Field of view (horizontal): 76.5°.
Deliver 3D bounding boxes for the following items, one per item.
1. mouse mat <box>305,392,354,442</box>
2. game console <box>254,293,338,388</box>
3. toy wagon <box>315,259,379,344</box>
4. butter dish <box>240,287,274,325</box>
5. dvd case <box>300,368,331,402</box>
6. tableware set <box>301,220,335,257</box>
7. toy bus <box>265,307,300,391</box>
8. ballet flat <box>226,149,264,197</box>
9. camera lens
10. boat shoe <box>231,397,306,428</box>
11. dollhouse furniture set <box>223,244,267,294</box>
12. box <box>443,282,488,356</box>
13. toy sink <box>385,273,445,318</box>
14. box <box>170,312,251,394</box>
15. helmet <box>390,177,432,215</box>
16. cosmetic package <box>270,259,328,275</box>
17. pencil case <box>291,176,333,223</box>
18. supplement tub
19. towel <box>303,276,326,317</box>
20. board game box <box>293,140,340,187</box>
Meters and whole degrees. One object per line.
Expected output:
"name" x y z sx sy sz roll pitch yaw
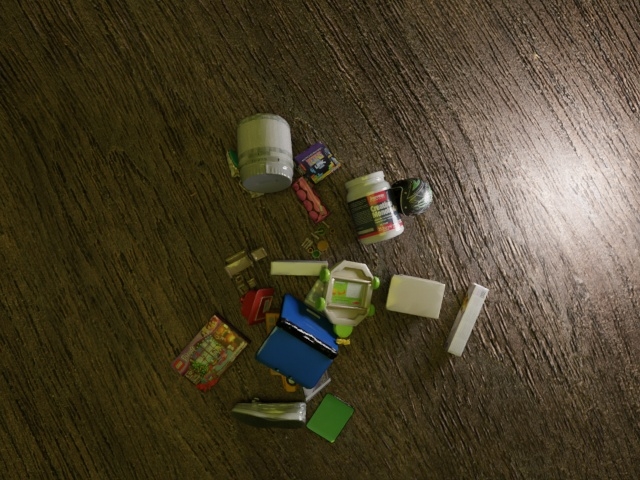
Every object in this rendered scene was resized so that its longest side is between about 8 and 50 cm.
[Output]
"mouse mat" 0.044 0.792 1.811 0.153 0.007 0.189 33 92 -2
"game console" -0.089 0.407 1.651 0.293 0.250 0.173 37 117 -19
"toy wagon" 0.105 0.260 1.702 0.268 0.068 0.343 11 87 -26
"butter dish" -0.288 0.267 1.729 0.118 0.160 0.160 17 92 21
"dvd case" -0.032 0.547 1.724 0.018 0.165 0.221 0 106 42
"tableware set" 0.000 0.000 1.758 0.104 0.024 0.154 40 97 -21
"toy bus" -0.149 0.463 1.731 0.130 0.108 0.332 -3 93 18
"ballet flat" -0.334 -0.277 1.733 0.077 0.091 0.241 -41 88 25
"camera lens" -0.224 -0.354 1.636 0.220 0.219 0.274 -6 75 -2
"boat shoe" -0.222 0.742 1.761 0.321 0.103 0.118 3 131 1
"dollhouse furniture set" -0.298 0.115 1.755 0.182 0.101 0.160 -28 117 -1
"box" 0.640 0.347 1.788 0.067 0.063 0.323 22 91 -1
"toy sink" 0.388 0.232 1.744 0.235 0.131 0.152 10 91 -7
"box" -0.473 0.489 1.759 0.201 0.057 0.293 41 90 -2
"helmet" 0.383 -0.181 1.697 0.170 0.162 0.169 -10 113 -25
"cosmetic package" -0.090 0.118 1.742 0.239 0.099 0.060 2 94 -1
"pencil case" -0.041 -0.179 1.734 0.095 0.098 0.209 -34 92 -1
"supplement tub" 0.221 -0.134 1.697 0.191 0.191 0.272 -19 92 -1
"towel" 0.018 0.316 1.783 0.209 0.034 0.284 32 91 -2
"board game box" -0.018 -0.324 1.714 0.141 0.048 0.170 51 57 -4
